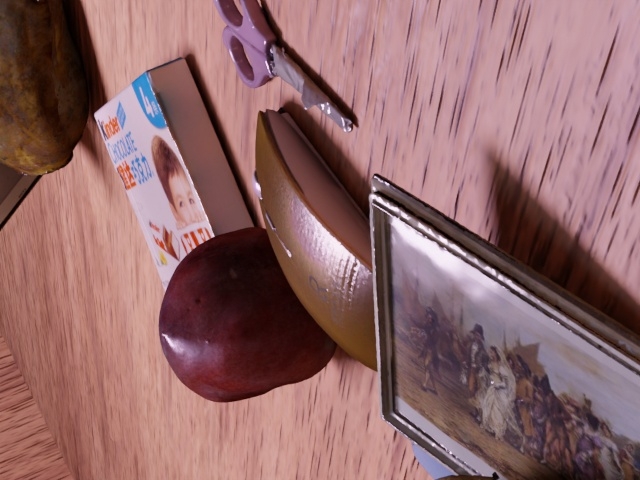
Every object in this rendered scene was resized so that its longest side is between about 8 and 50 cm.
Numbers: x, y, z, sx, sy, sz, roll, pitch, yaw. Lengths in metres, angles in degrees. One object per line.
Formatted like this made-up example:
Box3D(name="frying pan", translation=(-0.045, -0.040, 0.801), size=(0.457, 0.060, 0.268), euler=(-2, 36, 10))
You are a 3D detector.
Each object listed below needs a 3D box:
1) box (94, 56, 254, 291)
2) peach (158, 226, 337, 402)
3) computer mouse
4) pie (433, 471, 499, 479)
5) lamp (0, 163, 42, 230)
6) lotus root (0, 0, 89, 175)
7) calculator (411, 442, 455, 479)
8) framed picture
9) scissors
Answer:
Box3D(name="box", translation=(-0.132, -0.031, 1.655), size=(0.265, 0.048, 0.273), euler=(68, 163, -2))
Box3D(name="peach", translation=(-0.068, 0.068, 1.438), size=(0.152, 0.152, 0.152), euler=(54, 158, 35))
Box3D(name="computer mouse", translation=(0.000, 0.000, 1.311), size=(0.245, 0.056, 0.126), euler=(56, 158, 35))
Box3D(name="pie", translation=(0.158, 0.253, 1.061), size=(0.274, 0.055, 0.274), euler=(42, 160, 19))
Box3D(name="lamp", translation=(-0.421, -0.149, 1.967), size=(0.047, 0.269, 0.266), euler=(-5, 128, 32))
Box3D(name="lotus root", translation=(-0.348, -0.206, 1.885), size=(0.160, 0.152, 0.275), euler=(-111, 9, -65))
Box3D(name="calculator", translation=(0.114, 0.150, 1.184), size=(0.210, 0.039, 0.121), euler=(44, 148, 51))
Box3D(name="framed picture", translation=(0.120, 0.099, 1.040), size=(0.274, 0.017, 0.217), euler=(33, 140, 41))
Box3D(name="scissors", translation=(-0.032, -0.134, 1.293), size=(0.212, 0.021, 0.110), euler=(49, 156, 46))
